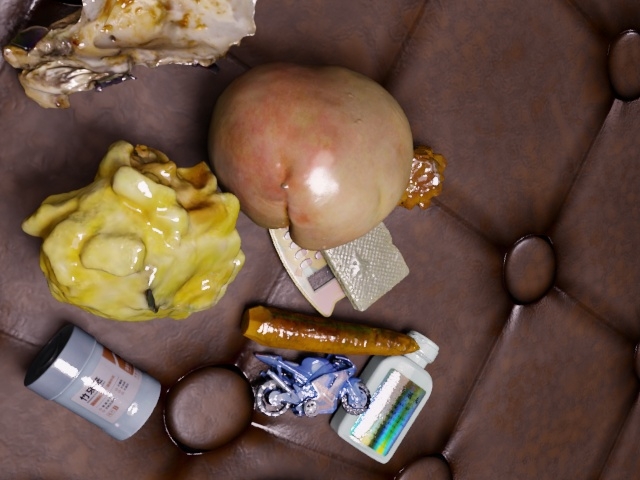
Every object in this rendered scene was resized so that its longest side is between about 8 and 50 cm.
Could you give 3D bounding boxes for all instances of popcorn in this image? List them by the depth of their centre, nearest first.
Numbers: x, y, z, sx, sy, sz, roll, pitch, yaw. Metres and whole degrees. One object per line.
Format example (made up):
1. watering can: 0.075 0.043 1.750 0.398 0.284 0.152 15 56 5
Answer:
1. popcorn: -0.222 0.001 0.763 0.252 0.286 0.215 -38 75 19

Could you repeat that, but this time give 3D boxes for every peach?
1. peach: -0.015 -0.124 0.832 0.293 0.292 0.247 19 107 -28

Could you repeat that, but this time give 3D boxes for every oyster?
1. oyster: -0.236 -0.279 0.789 0.337 0.133 0.197 -40 115 -13

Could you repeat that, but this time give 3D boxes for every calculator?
1. calculator: 0.000 0.000 1.007 0.157 0.033 0.236 -32 108 -18

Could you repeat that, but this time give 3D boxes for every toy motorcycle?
1. toy motorcycle: -0.011 0.237 1.004 0.205 0.076 0.114 4 74 -18

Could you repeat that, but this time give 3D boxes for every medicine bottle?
1. medicine bottle: 0.128 0.272 1.082 0.121 0.083 0.228 37 82 -16

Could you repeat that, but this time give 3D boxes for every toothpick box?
1. toothpick box: -0.316 0.198 0.841 0.153 0.101 0.101 43 79 -27

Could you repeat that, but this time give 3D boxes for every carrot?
1. carrot: 0.025 0.160 1.003 0.315 0.066 0.066 11 93 -19

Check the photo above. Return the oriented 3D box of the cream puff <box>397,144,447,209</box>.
1. cream puff: 0.159 -0.114 1.038 0.122 0.094 0.116 -42 112 10

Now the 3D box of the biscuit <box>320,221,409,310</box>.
1. biscuit: 0.059 0.005 0.995 0.121 0.041 0.199 -36 108 -17
